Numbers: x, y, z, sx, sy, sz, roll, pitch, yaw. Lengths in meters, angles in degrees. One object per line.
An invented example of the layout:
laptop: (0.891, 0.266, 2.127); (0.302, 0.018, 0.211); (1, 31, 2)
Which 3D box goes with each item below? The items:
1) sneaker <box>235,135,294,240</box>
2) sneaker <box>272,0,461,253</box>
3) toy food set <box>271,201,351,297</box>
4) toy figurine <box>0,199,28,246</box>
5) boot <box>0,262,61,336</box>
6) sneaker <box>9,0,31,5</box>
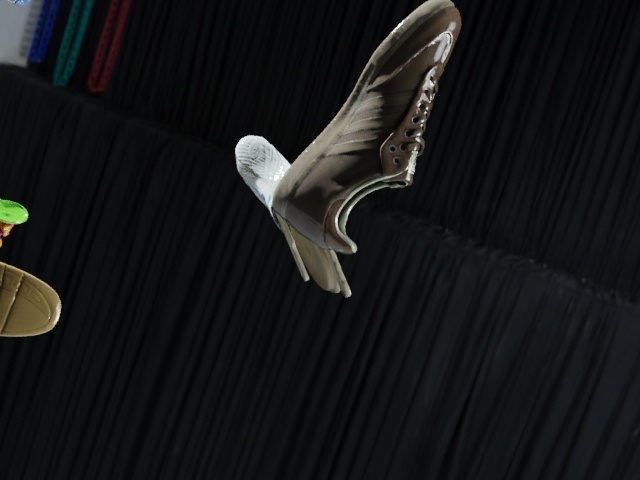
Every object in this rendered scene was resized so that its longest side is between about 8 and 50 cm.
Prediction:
sneaker: (-0.069, -0.085, 1.230); (0.237, 0.085, 0.086); (55, -4, 28)
sneaker: (0.049, -0.075, 0.498); (0.071, 0.188, 0.066); (40, 8, 13)
toy food set: (0.000, 0.000, 0.860); (0.038, 0.132, 0.192); (-24, 11, -14)
toy figurine: (-0.688, -0.009, 1.412); (0.173, 0.159, 0.130); (13, 32, -30)
boot: (-0.491, 0.079, 1.006); (0.261, 0.095, 0.203); (9, -10, -12)
sneaker: (-0.381, -0.334, 0.827); (0.135, 0.052, 0.058); (56, -13, -18)
